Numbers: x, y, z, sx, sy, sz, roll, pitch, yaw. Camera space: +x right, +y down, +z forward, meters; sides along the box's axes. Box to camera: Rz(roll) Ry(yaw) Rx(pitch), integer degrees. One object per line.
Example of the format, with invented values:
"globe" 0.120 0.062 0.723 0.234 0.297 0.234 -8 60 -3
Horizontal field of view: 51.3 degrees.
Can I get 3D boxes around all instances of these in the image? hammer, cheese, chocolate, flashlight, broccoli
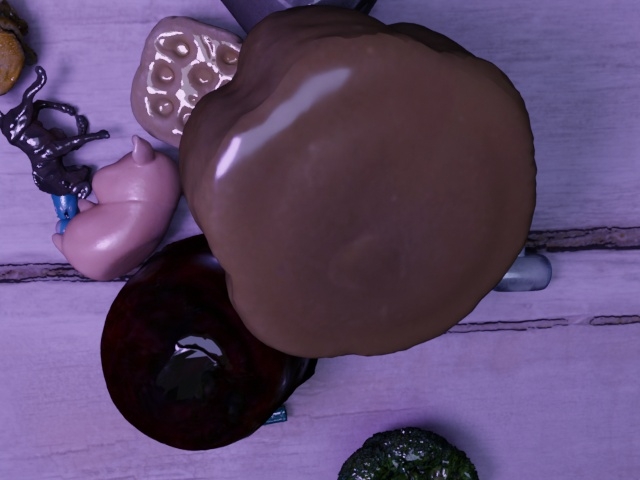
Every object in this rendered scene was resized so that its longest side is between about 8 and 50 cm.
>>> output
"hammer" 0.359 -0.003 1.202 0.116 0.069 0.194 -1 98 0
"cheese" -0.202 -0.263 1.108 0.235 0.117 0.218 -14 101 3
"chocolate" -0.174 0.178 1.101 0.383 0.331 0.384 -1 102 -3
"flashlight" -0.449 -0.063 1.185 0.051 0.051 0.129 -4 97 0
"broccoli" 0.163 0.487 1.202 0.297 0.297 0.298 -12 134 -13

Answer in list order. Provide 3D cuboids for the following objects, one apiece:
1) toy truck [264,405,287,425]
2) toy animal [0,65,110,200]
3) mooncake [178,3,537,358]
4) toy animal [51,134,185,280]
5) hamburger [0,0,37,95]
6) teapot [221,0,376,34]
"toy truck" -0.105 0.336 1.278 0.083 0.044 0.039 -11 99 1
"toy animal" -0.458 -0.174 1.114 0.233 0.084 0.148 46 72 -23
"mooncake" 0.047 -0.077 0.904 0.467 0.262 0.467 -9 119 -17
"toy animal" -0.329 -0.045 1.124 0.154 0.166 0.250 35 92 22
"hamburger" -0.548 -0.327 1.081 0.185 0.131 0.159 17 127 -47
"teapot" -0.071 -0.451 1.022 0.344 0.253 0.300 38 66 -4
